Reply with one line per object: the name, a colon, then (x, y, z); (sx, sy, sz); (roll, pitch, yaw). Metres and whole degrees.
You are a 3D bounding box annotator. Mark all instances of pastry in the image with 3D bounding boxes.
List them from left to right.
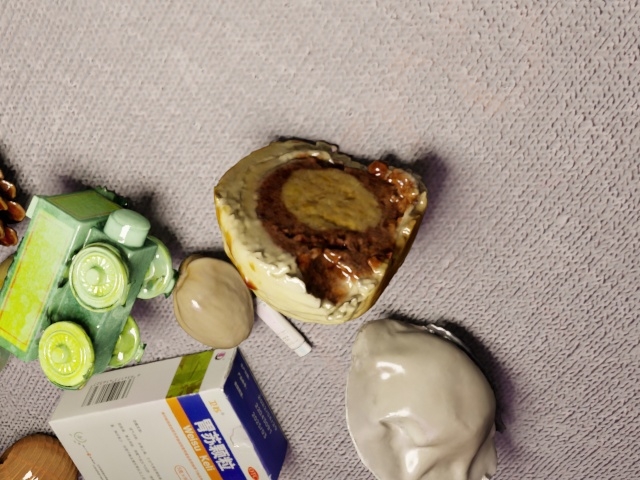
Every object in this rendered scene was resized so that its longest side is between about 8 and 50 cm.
pastry: (-0.009, 0.002, 1.569); (0.237, 0.256, 0.170); (20, 137, 17)

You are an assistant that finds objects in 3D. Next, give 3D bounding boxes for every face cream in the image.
face cream: (-0.058, 0.119, 1.813); (0.038, 0.020, 0.115); (-28, 110, 42)

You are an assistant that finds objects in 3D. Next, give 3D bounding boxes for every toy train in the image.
toy train: (-0.319, 0.066, 1.711); (0.188, 0.159, 0.271); (32, 109, 17)

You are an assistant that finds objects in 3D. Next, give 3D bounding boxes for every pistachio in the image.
pistachio: (-0.147, 0.085, 1.767); (0.113, 0.113, 0.149); (-16, 134, 27)

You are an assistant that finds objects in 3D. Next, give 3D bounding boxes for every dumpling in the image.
dumpling: (0.150, 0.229, 1.717); (0.163, 0.204, 0.293); (-32, 103, 21)

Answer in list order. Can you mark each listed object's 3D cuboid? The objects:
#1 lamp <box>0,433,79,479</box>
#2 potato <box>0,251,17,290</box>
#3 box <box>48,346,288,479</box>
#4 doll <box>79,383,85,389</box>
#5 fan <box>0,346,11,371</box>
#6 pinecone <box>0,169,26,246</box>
lamp: (-0.455, 0.376, 2.051); (0.136, 0.136, 0.136); (8, 127, 11)
potato: (-0.436, 0.075, 1.862); (0.092, 0.070, 0.138); (38, 127, 10)
box: (-0.227, 0.289, 1.927); (0.300, 0.106, 0.200); (-13, 120, 22)
doll: (-0.350, 0.134, 1.875); (0.129, 0.081, 0.207); (23, 127, 2)
fan: (-0.561, 0.110, 1.915); (0.223, 0.012, 0.294); (16, 98, -18)
pinecone: (-0.510, -0.034, 1.733); (0.208, 0.207, 0.207); (8, 127, 11)
